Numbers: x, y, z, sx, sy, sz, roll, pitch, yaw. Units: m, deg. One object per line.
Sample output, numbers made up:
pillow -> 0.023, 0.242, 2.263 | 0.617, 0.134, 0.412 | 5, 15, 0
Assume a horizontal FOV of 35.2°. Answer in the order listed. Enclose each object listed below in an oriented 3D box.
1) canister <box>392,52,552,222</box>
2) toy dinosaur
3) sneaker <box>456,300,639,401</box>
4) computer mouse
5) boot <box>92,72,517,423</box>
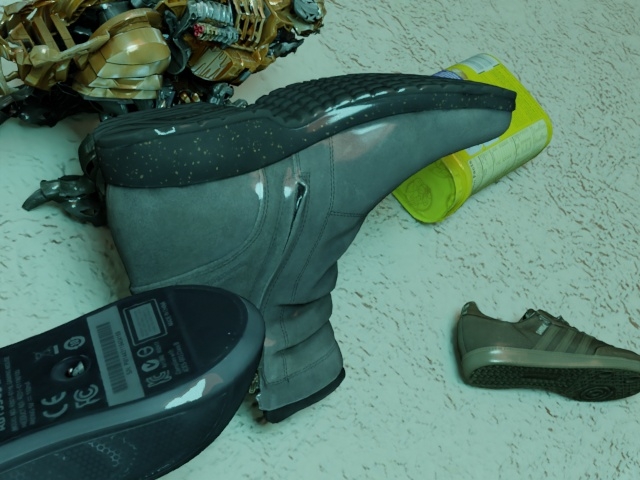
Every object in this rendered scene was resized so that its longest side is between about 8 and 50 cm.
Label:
canister -> 0.129, -0.102, 0.950 | 0.170, 0.073, 0.126 | -29, 75, -40
toy dinosaur -> -0.151, -0.132, 0.724 | 0.322, 0.218, 0.164 | 4, 58, -26
sneaker -> 0.203, 0.089, 0.861 | 0.188, 0.066, 0.071 | 10, 53, -23
computer mouse -> -0.158, 0.103, 0.578 | 0.272, 0.072, 0.188 | -17, 31, -7
boot -> 0.000, 0.000, 0.739 | 0.338, 0.118, 0.222 | -13, 108, -26
